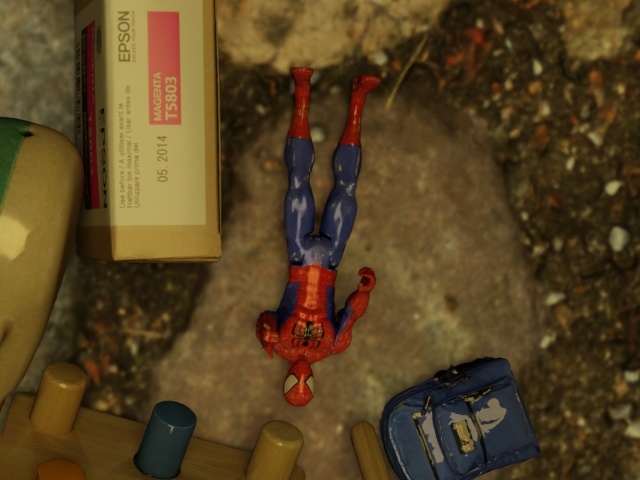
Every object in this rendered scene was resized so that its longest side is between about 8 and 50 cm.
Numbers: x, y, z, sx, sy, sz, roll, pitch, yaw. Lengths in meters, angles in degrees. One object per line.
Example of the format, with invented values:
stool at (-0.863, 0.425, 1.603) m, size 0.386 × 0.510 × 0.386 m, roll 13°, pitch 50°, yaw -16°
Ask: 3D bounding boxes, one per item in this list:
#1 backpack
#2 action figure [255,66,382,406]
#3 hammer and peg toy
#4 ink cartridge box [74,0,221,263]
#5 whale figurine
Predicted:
backpack at (0.112, 0.154, 1.446) m, size 0.120 × 0.101 × 0.098 m, roll -19°, pitch 86°, yaw -5°
action figure at (0.000, 0.000, 1.414) m, size 0.091 × 0.139 × 0.280 m, roll 6°, pitch 91°, yaw -7°
hammer and peg toy at (-0.083, 0.234, 1.349) m, size 0.361 × 0.266 × 0.127 m, roll 16°, pitch 115°, yaw -9°
ink cartridge box at (-0.139, -0.099, 1.357) m, size 0.088 × 0.193 × 0.234 m, roll -1°, pitch 89°, yaw -15°
whale figurine at (-0.273, 0.033, 1.337) m, size 0.141 × 0.216 × 0.272 m, roll 16°, pitch 115°, yaw -6°
